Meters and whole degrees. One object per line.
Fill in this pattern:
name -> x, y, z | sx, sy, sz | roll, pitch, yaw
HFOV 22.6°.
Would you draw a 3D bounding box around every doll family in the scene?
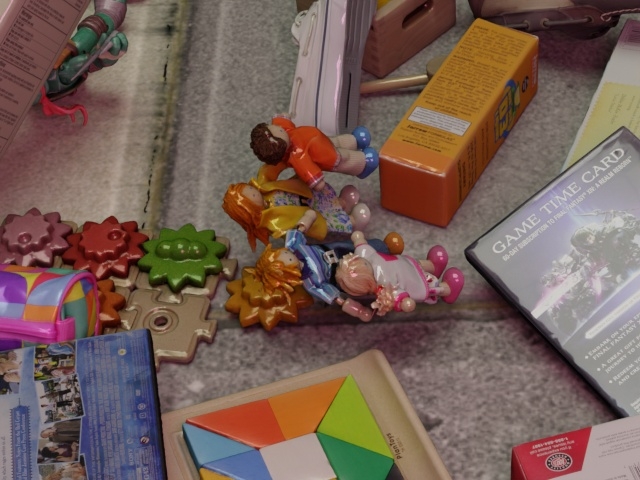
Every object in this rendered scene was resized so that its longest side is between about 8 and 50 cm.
doll family -> 0.000, 0.000, 1.468 | 0.163, 0.118, 0.263 | 1, 44, -41

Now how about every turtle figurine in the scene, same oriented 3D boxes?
turtle figurine -> -0.292, -0.209, 1.719 | 0.175, 0.118, 0.234 | 17, 31, -1

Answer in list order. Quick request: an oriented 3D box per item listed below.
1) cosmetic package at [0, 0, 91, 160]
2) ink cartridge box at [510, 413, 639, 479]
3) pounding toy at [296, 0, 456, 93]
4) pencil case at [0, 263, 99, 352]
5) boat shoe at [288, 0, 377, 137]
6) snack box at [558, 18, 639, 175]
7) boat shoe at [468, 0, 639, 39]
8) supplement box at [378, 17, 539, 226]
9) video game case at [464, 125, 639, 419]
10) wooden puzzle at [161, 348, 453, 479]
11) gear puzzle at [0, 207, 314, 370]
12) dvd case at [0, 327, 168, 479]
cosmetic package -> -0.348, -0.166, 1.540 | 0.113, 0.160, 0.309 | 29, 89, 12
ink cartridge box -> 0.231, 0.244, 1.209 | 0.128, 0.127, 0.176 | -12, 45, -6
pounding toy -> 0.070, -0.236, 1.719 | 0.206, 0.094, 0.181 | 33, 57, 32
pencil case -> -0.319, 0.064, 1.439 | 0.236, 0.104, 0.104 | 3, 46, 13
boat shoe -> 0.004, -0.211, 1.643 | 0.076, 0.083, 0.226 | 7, 87, 24
snack box -> 0.349, -0.088, 1.568 | 0.187, 0.060, 0.322 | 13, 48, 20
boat shoe -> 0.278, -0.257, 1.674 | 0.285, 0.092, 0.103 | 4, 36, 36
supplement box -> 0.142, -0.123, 1.613 | 0.080, 0.078, 0.233 | 17, 51, 21
video game case -> 0.287, 0.043, 1.413 | 0.196, 0.026, 0.274 | -37, 59, -8
wooden puzzle -> -0.021, 0.199, 1.340 | 0.239, 0.044, 0.221 | -18, 47, -11
gear puzzle -> -0.173, 0.040, 1.510 | 0.339, 0.044, 0.175 | 6, 47, 12
dvd case -> -0.256, 0.163, 1.311 | 0.253, 0.022, 0.180 | -9, 46, -4
